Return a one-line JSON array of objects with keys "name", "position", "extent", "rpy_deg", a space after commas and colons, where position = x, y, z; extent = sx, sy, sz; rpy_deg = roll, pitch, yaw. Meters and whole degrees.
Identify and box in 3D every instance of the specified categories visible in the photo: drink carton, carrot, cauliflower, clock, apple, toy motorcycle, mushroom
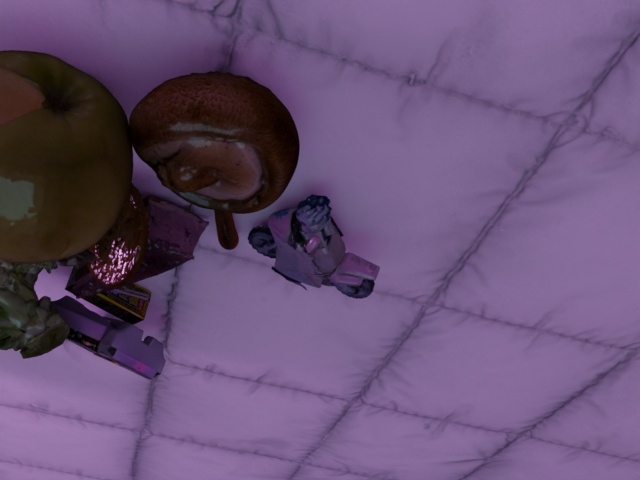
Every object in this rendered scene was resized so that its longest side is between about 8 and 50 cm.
[{"name": "drink carton", "position": [-0.428, 0.103, 1.440], "extent": [0.056, 0.071, 0.166], "rpy_deg": [-24, 134, 36]}, {"name": "carrot", "position": [-0.169, -0.050, 1.238], "extent": [0.037, 0.037, 0.190], "rpy_deg": [4, 140, 4]}, {"name": "cauliflower", "position": [-0.591, 0.123, 1.317], "extent": [0.250, 0.272, 0.275], "rpy_deg": [43, 149, -6]}, {"name": "clock", "position": [-0.449, 0.204, 1.485], "extent": [0.186, 0.083, 0.253], "rpy_deg": [18, 162, 19]}, {"name": "apple", "position": [-0.403, -0.118, 0.986], "extent": [0.292, 0.292, 0.254], "rpy_deg": [27, 134, -24]}, {"name": "toy motorcycle", "position": [-0.002, 0.004, 1.223], "extent": [0.239, 0.108, 0.204], "rpy_deg": [13, 141, -9]}, {"name": "mushroom", "position": [-0.150, -0.142, 1.022], "extent": [0.253, 0.153, 0.253], "rpy_deg": [3, 151, 2]}]

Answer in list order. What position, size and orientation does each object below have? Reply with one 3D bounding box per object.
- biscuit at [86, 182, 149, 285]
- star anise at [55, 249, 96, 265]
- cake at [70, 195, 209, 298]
[{"name": "biscuit", "position": [-0.352, -0.015, 1.207], "extent": [0.188, 0.188, 0.027], "rpy_deg": [-29, 162, 37]}, {"name": "star anise", "position": [-0.491, -0.045, 1.177], "extent": [0.081, 0.230, 0.262], "rpy_deg": [-43, 97, 1]}, {"name": "cake", "position": [-0.354, 0.015, 1.286], "extent": [0.295, 0.116, 0.113], "rpy_deg": [-23, 131, 27]}]
